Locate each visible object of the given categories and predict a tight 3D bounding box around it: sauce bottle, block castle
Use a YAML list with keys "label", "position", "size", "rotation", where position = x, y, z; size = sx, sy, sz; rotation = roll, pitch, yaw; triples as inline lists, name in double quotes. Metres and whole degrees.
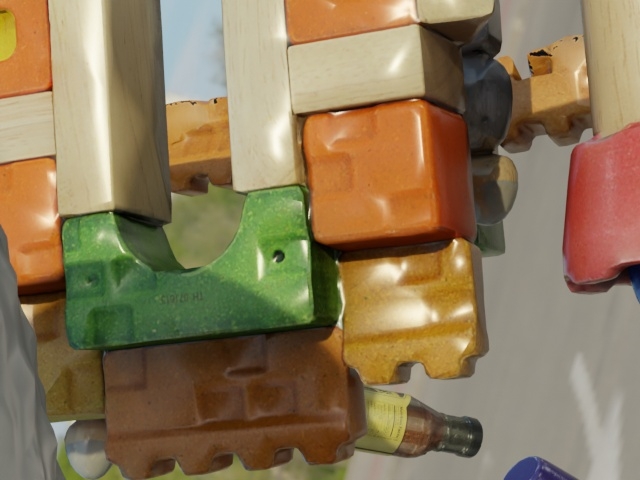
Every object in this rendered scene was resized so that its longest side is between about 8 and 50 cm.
- label: "sauce bottle"
  position: [0.040, 0.113, 1.103]
  size: [0.042, 0.128, 0.042]
  rotation: [-34, 49, 52]
- label: "block castle"
  position: [0.000, 0.000, 0.824]
  size: [0.303, 0.453, 0.213]
  rotation: [17, -112, -67]

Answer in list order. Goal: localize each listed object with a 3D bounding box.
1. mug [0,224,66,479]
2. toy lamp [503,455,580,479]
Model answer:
- label: "mug"
  position: [-0.188, 0.100, 0.312]
  size: [0.374, 0.276, 0.328]
  rotation: [-69, -17, -70]
- label: "toy lamp"
  position: [0.272, 0.305, 1.657]
  size: [0.080, 0.274, 0.080]
  rotation: [-40, 19, 17]
